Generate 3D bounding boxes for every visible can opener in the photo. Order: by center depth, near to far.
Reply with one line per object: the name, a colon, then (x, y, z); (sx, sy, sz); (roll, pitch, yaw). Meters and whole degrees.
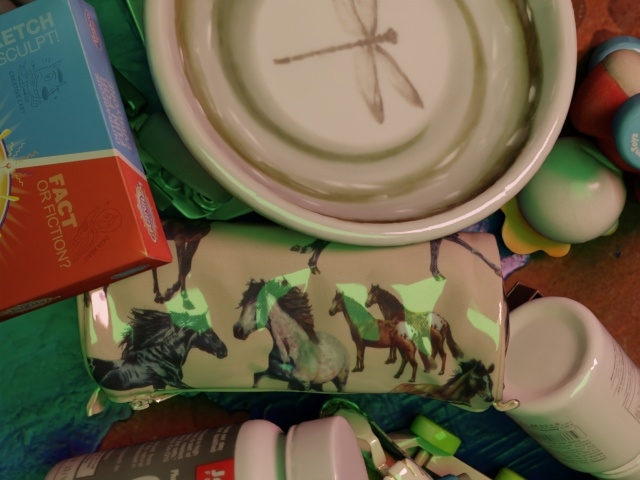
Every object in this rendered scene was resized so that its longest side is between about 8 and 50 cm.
can opener: (-0.185, -0.135, 0.973); (0.283, 0.076, 0.095); (45, 128, -3)

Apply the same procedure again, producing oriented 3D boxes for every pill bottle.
pill bottle: (-0.103, 0.256, 0.980); (0.283, 0.161, 0.161); (-14, 100, 11)
pill bottle: (0.274, 0.166, 1.096); (0.131, 0.131, 0.229); (-51, 130, -4)

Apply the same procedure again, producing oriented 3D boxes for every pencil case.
pencil case: (-0.016, 0.074, 0.984); (0.410, 0.160, 0.183); (2, 96, 2)

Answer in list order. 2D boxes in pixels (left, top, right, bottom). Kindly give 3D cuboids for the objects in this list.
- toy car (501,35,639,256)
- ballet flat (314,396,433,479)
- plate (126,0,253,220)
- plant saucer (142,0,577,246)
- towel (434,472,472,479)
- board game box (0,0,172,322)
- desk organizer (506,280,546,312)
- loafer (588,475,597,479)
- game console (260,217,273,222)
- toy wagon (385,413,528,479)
toy car: (0.300, -0.057, 1.104); (0.210, 0.219, 0.238); (41, 114, -15)
ballet flat: (0.060, 0.224, 1.041); (0.188, 0.070, 0.070); (38, 85, 27)
plate: (-0.033, -0.191, 1.058); (0.278, 0.045, 0.277); (-21, 99, -11)
plant saucer: (0.035, -0.185, 0.977); (0.401, 0.100, 0.400); (2, 80, -14)
towel: (0.025, 0.420, 1.069); (0.370, 0.040, 0.271); (-21, 101, -10)
board game box: (-0.313, -0.044, 0.908); (0.317, 0.064, 0.242); (-20, 82, 9)
desk organizer: (0.199, 0.111, 1.142); (0.047, 0.050, 0.130); (41, 85, -14)
loafer: (0.384, 0.238, 1.176); (0.095, 0.109, 0.302); (41, 88, -10)
game console: (0.000, 0.000, 1.103); (0.107, 0.071, 0.122); (36, 87, -45)
toy wagon: (0.134, 0.360, 1.144); (0.344, 0.068, 0.267); (33, 88, -15)
